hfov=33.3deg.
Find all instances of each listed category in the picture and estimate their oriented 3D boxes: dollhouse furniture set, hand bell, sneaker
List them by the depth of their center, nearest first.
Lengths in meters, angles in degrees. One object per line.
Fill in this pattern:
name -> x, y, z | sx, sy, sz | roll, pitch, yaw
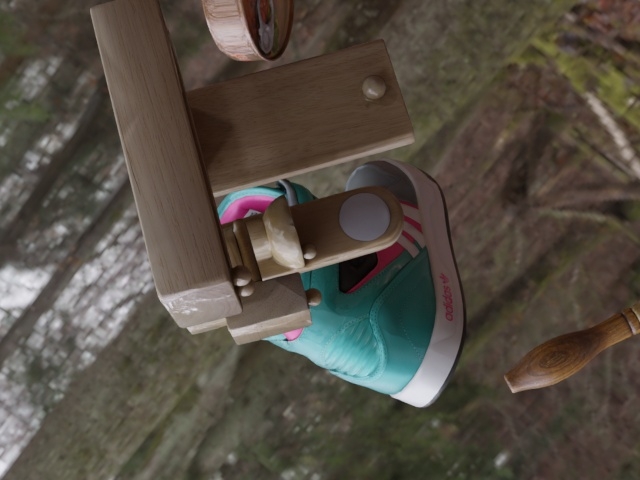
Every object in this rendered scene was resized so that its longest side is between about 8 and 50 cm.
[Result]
dollhouse furniture set -> -0.011, -0.039, 0.448 | 0.151, 0.123, 0.144 | 84, 170, -73
sneaker -> 0.000, 0.000, 0.844 | 0.178, 0.123, 0.295 | 22, -154, -16
hand bell -> 0.284, 0.079, 1.006 | 0.126, 0.242, 0.126 | 62, -178, -3

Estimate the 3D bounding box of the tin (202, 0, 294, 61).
tin -> -0.053, -0.225, 0.774 | 0.040, 0.189, 0.106 | 1, -174, 23
